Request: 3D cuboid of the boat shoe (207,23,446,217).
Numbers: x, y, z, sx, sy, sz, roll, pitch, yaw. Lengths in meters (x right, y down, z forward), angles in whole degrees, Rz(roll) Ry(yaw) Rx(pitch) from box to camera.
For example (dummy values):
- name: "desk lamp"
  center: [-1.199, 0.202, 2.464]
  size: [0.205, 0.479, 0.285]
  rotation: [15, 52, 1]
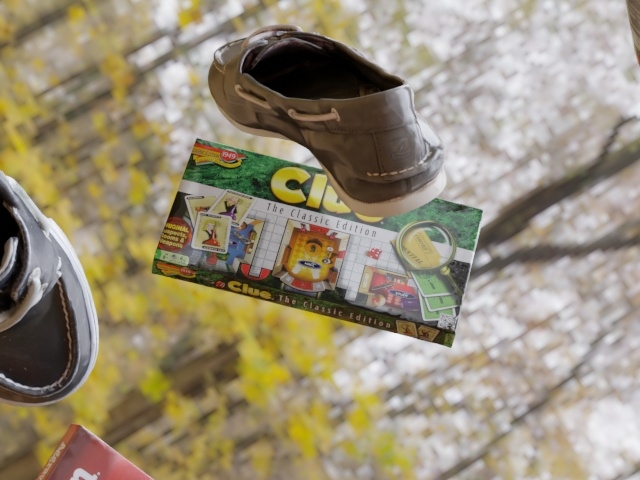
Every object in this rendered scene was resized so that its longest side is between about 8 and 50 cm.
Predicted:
- name: "boat shoe"
  center: [-0.001, -0.123, 1.540]
  size: [0.335, 0.112, 0.095]
  rotation: [41, -31, 56]

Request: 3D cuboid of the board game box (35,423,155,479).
- name: "board game box"
  center: [-0.272, 0.344, 2.017]
  size: [0.145, 0.281, 0.027]
  rotation: [40, -21, -25]

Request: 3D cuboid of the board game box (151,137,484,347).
- name: "board game box"
  center: [0.000, 0.000, 1.669]
  size: [0.260, 0.136, 0.030]
  rotation: [13, -38, 3]

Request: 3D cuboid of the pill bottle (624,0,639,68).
- name: "pill bottle"
  center: [0.357, -0.303, 1.739]
  size: [0.210, 0.210, 0.363]
  rotation: [41, -20, 43]

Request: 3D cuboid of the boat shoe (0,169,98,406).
- name: "boat shoe"
  center: [-0.189, 0.005, 1.031]
  size: [0.102, 0.108, 0.301]
  rotation: [51, -11, 44]
